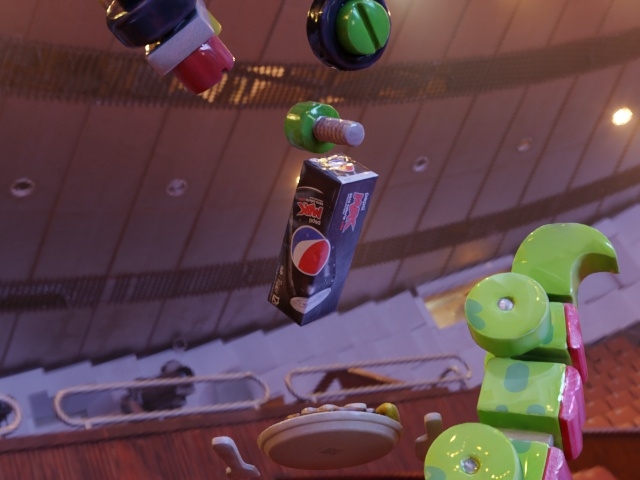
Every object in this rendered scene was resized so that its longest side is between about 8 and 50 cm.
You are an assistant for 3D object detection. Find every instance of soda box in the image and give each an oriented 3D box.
[{"bbox_3d":[0.000,0.000,0.841,0.060,0.053,0.169,-17,-48,-45],"label":"soda box"}]

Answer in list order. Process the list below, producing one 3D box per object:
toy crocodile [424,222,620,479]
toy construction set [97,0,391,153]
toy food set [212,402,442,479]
[{"bbox_3d":[0.155,0.136,0.631,0.105,0.340,0.115,2,-38,26],"label":"toy crocodile"},{"bbox_3d":[-0.114,-0.232,0.551,0.309,0.237,0.257,17,-87,-37],"label":"toy construction set"},{"bbox_3d":[0.008,0.163,0.712,0.192,0.038,0.132,-7,-32,2],"label":"toy food set"}]
